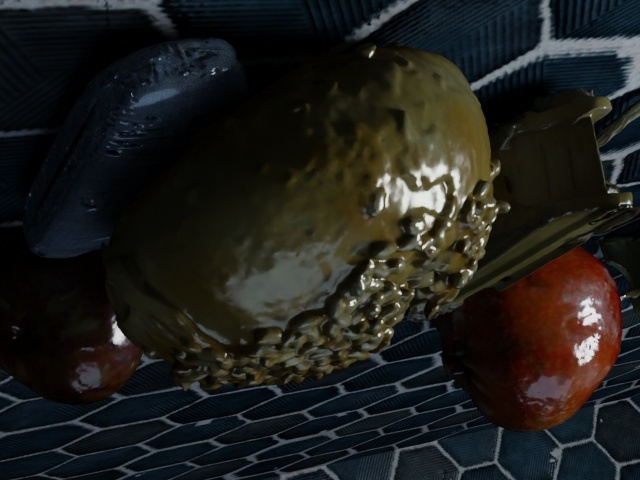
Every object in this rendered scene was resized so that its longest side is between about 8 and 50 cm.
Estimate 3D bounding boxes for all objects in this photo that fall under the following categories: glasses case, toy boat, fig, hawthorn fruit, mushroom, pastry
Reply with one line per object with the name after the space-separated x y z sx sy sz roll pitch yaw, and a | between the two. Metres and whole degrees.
-0.142 -0.060 0.870 0.109 0.067 0.282 -12 160 -33 | glasses case
0.166 -0.014 1.198 0.162 0.136 0.445 -3 162 -25 | toy boat
-0.222 0.066 1.076 0.143 0.160 0.231 -55 178 -3 | fig
0.277 0.095 1.448 0.271 0.242 0.242 -23 164 -14 | hawthorn fruit
0.328 -0.148 1.101 0.028 0.026 0.286 9 155 -20 | mushroom
0.000 0.000 0.872 0.315 0.184 0.284 -32 169 -25 | pastry

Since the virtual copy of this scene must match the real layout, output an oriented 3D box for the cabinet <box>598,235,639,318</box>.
0.586 0.041 1.541 0.318 0.227 0.290 -2 158 -37 | cabinet
